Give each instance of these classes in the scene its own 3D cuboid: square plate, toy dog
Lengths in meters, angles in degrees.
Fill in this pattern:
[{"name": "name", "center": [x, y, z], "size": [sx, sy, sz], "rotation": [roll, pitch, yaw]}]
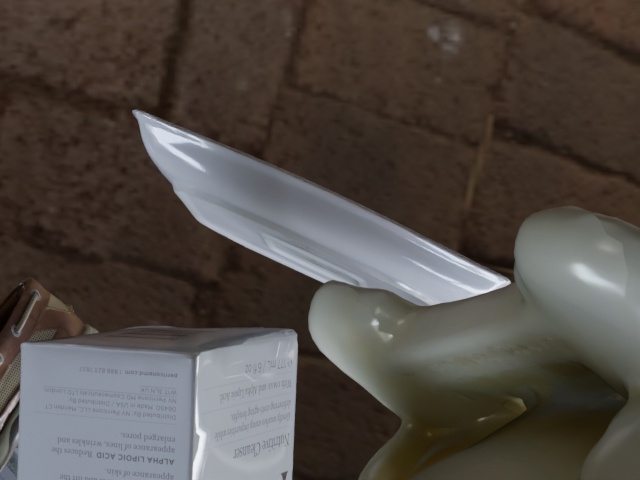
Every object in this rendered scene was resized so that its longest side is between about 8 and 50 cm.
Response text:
[{"name": "square plate", "center": [0.000, 0.000, 1.506], "size": [0.347, 0.344, 0.049], "rotation": [25, 84, 6]}, {"name": "toy dog", "center": [0.064, 0.253, 0.765], "size": [0.395, 0.285, 0.408], "rotation": [43, 64, -24]}]

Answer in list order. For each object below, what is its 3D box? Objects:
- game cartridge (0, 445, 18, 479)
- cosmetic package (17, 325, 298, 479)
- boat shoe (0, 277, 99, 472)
[{"name": "game cartridge", "center": [-0.264, 0.243, 1.622], "size": [0.060, 0.196, 0.294], "rotation": [-48, 168, 23]}, {"name": "cosmetic package", "center": [-0.129, 0.265, 1.301], "size": [0.217, 0.156, 0.384], "rotation": [-6, 96, -69]}, {"name": "boat shoe", "center": [-0.319, 0.148, 1.423], "size": [0.116, 0.123, 0.324], "rotation": [54, 40, -12]}]
